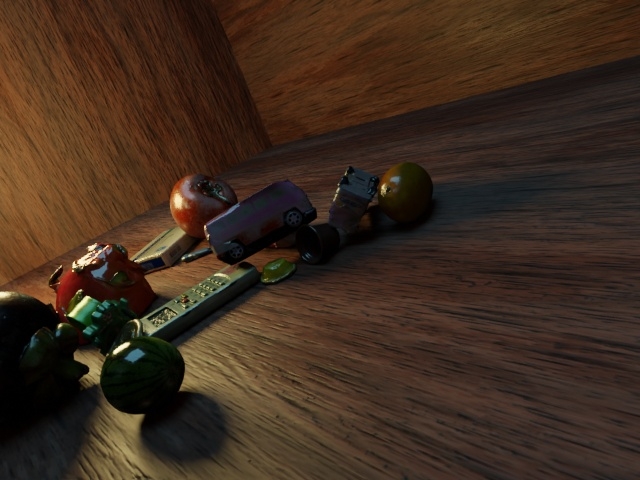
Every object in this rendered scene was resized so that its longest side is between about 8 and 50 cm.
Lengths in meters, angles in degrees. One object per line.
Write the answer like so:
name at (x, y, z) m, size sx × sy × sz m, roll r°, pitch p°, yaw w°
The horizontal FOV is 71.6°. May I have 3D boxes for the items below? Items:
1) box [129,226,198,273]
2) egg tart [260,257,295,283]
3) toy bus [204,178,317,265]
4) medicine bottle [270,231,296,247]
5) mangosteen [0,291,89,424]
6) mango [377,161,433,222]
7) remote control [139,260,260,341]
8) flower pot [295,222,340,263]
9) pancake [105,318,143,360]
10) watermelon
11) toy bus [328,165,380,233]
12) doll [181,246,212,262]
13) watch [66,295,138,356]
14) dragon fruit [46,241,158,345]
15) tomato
box at (-0.627, 0.027, 1.817) m, size 0.200 × 0.065 × 0.343 m, roll -16°, pitch 21°, yaw 17°
egg tart at (-0.117, 0.077, 1.183) m, size 0.105 × 0.039 × 0.105 m, roll -20°, pitch 18°, yaw 7°
toy bus at (-0.167, -0.051, 1.222) m, size 0.302 × 0.147 × 0.127 m, roll -30°, pitch 5°, yaw -3°
medicine bottle at (-0.174, -0.049, 1.416) m, size 0.247 × 0.147 × 0.147 m, roll 1°, pitch 30°, yaw 46°
mangosteen at (-0.707, 0.274, 0.992) m, size 0.300 × 0.300 × 0.300 m, roll -20°, pitch 20°, yaw 7°
mango at (0.233, -0.135, 1.188) m, size 0.120 × 0.152 × 0.221 m, roll -13°, pitch 21°, yaw 38°
remote control at (-0.323, 0.160, 1.170) m, size 0.344 × 0.050 × 0.145 m, roll -34°, pitch 23°, yaw -29°
flower pot at (0.000, 0.000, 1.186) m, size 0.089 × 0.111 × 0.111 m, roll -18°, pitch 13°, yaw -39°
pancake at (-0.460, 0.250, 1.046) m, size 0.139 × 0.022 × 0.140 m, roll -27°, pitch 42°, yaw 28°
watermelon at (-0.343, 0.250, 0.831) m, size 0.187 × 0.141 × 0.141 m, roll -14°, pitch 21°, yaw 31°
toy bus at (0.096, -0.123, 1.270) m, size 0.112 × 0.138 × 0.317 m, roll 23°, pitch 22°, yaw 5°
doll at (-0.452, 0.051, 1.631) m, size 0.125 × 0.027 × 0.037 m, roll -19°, pitch 20°, yaw 0°
watch at (-0.567, 0.198, 1.135) m, size 0.152 × 0.165 × 0.131 m, roll 20°, pitch 58°, yaw 23°
dragon fruit at (-0.671, 0.142, 1.337) m, size 0.305 × 0.226 × 0.305 m, roll -17°, pitch 21°, yaw 7°
tomato at (-0.471, -0.129, 1.788) m, size 0.227 × 0.270 × 0.270 m, roll -53°, pitch 0°, yaw 35°
